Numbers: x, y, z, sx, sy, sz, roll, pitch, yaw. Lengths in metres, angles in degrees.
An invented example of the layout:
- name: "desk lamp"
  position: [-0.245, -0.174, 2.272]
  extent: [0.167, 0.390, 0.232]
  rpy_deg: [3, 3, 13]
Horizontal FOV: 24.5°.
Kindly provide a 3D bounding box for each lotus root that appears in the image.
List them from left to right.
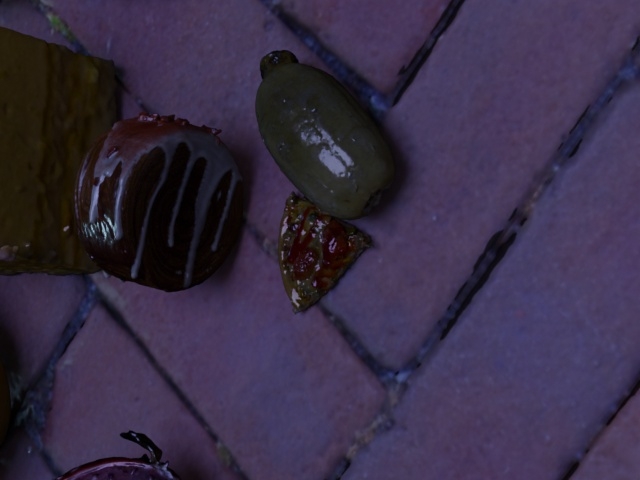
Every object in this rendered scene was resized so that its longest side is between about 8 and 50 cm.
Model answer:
- name: "lotus root"
  position: [-0.006, -0.096, 1.271]
  extent: [0.090, 0.077, 0.183]
  rpy_deg: [-46, 61, 22]

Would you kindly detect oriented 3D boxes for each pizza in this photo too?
- name: "pizza"
  position: [-0.012, -0.002, 1.293]
  extent: [0.100, 0.029, 0.099]
  rpy_deg: [-43, 60, 24]

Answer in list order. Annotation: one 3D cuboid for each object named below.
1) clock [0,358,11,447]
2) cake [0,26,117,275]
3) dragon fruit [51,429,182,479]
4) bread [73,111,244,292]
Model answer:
- name: "clock"
  position: [-0.458, 0.204, 1.474]
  extent: [0.244, 0.200, 0.317]
  rpy_deg: [36, 106, 0]
- name: "cake"
  position: [-0.365, -0.085, 1.408]
  extent: [0.227, 0.286, 0.222]
  rpy_deg: [-4, 81, 36]
- name: "dragon fruit"
  position: [-0.179, 0.317, 1.318]
  extent: [0.218, 0.148, 0.224]
  rpy_deg: [-29, 52, -3]
- name: "bread"
  position: [-0.142, -0.034, 1.316]
  extent: [0.073, 0.160, 0.160]
  rpy_deg: [14, 91, 45]
